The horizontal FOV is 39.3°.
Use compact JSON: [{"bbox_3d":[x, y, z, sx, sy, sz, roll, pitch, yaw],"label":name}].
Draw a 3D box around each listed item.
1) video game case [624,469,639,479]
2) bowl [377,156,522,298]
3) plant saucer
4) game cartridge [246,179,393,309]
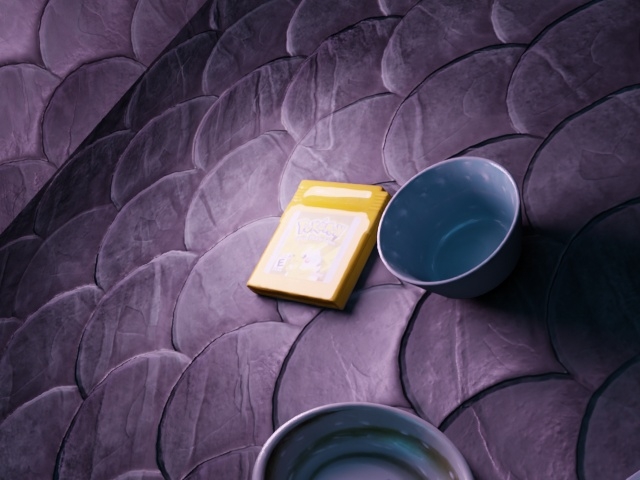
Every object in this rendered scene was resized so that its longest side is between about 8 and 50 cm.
[{"bbox_3d":[0.670,0.399,1.348,0.329,0.036,0.300,-36,43,6],"label":"video game case"},{"bbox_3d":[0.290,-0.002,1.851,0.311,0.163,0.311,-19,47,22],"label":"bowl"},{"bbox_3d":[0.076,0.464,1.603,0.400,0.100,0.400,3,36,-2],"label":"plant saucer"},{"bbox_3d":[0.000,0.000,2.142,0.285,0.053,0.324,7,62,39],"label":"game cartridge"}]
